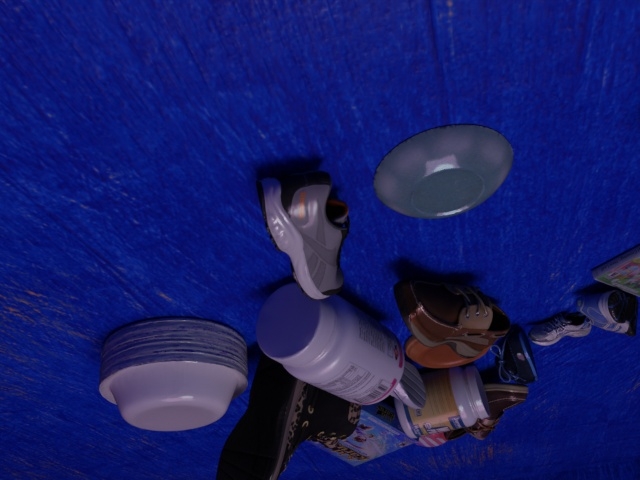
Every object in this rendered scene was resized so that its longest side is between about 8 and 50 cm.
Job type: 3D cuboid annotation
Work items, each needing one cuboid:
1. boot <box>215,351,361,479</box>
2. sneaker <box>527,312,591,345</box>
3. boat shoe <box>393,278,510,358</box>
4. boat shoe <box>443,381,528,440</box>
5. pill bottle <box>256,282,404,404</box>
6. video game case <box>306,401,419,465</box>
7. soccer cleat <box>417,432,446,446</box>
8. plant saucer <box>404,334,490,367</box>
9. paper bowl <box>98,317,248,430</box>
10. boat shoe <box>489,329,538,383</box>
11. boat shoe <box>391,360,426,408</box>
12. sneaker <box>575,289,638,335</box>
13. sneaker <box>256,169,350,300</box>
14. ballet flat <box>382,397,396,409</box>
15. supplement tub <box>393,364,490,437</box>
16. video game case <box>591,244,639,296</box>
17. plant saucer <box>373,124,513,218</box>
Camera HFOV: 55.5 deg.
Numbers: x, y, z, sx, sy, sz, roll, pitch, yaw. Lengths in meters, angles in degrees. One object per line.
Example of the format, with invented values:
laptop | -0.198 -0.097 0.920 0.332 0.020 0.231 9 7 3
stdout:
boot | -0.051 0.403 1.270 0.138 0.378 0.284 8 165 36
sneaker | 0.503 0.178 1.283 0.135 0.052 0.058 -16 137 0
boat shoe | 0.246 0.124 1.095 0.119 0.123 0.324 -31 148 24
boat shoe | 0.415 0.450 1.569 0.123 0.123 0.342 11 151 -22
pill bottle | 0.022 0.187 1.096 0.160 0.161 0.283 -24 143 24
video game case | 0.076 0.483 1.581 0.269 0.061 0.244 35 131 -24
soccer cleat | 0.286 0.551 1.777 0.247 0.083 0.095 7 140 -16
plant saucer | 0.284 0.232 1.326 0.199 0.037 0.200 -5 148 -3
paper bowl | -0.282 0.275 1.187 0.284 0.148 0.284 -6 147 -4
boat shoe | 0.438 0.283 1.372 0.088 0.109 0.258 -13 144 16
boat shoe | 0.155 0.298 1.356 0.075 0.083 0.226 -14 126 37
sneaker | 0.585 0.142 1.228 0.081 0.080 0.211 -2 158 42
sneaker | 0.000 0.000 0.866 0.107 0.100 0.272 -17 146 6
ballet flat | 0.179 0.457 1.624 0.188 0.070 0.070 -27 142 28
supplement tub | 0.289 0.382 1.456 0.199 0.144 0.144 -19 145 18
video game case | 0.641 0.044 1.118 0.212 0.023 0.193 18 139 -33
plant saucer | 0.171 -0.078 0.833 0.194 0.038 0.195 -5 146 -3
